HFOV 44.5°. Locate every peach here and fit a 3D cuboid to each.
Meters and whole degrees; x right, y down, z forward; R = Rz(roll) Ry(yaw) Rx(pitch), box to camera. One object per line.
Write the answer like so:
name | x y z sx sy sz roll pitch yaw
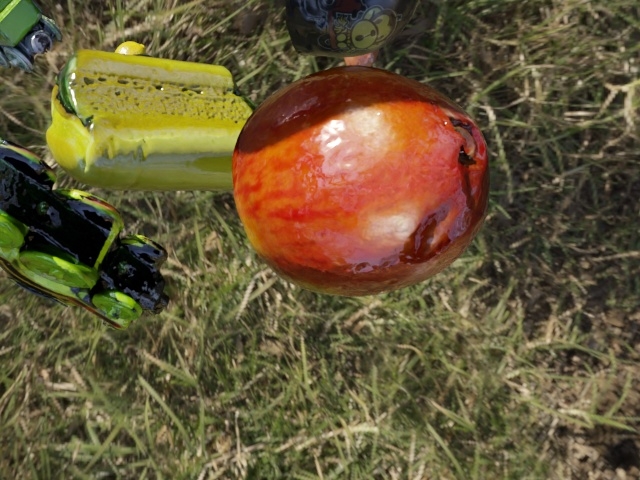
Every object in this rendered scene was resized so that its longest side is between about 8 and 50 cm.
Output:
peach | 0.046 -0.066 0.827 0.281 0.281 0.238 -29 115 -8

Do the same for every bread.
bread | -0.304 -0.201 1.410 0.376 0.208 0.251 -1 62 -39

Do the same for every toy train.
toy train | -0.334 -0.215 0.766 0.060 0.202 0.081 -57 139 -19
toy train | -0.292 -0.001 0.837 0.296 0.160 0.100 45 53 -43

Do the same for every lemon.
lemon | -0.396 -0.384 1.635 0.062 0.062 0.083 49 60 -15

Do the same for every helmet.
helmet | 0.063 -0.364 1.047 0.160 0.230 0.279 18 58 18

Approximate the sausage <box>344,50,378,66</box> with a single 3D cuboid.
sausage | 0.092 -0.431 1.551 0.077 0.077 0.194 11 94 -15
